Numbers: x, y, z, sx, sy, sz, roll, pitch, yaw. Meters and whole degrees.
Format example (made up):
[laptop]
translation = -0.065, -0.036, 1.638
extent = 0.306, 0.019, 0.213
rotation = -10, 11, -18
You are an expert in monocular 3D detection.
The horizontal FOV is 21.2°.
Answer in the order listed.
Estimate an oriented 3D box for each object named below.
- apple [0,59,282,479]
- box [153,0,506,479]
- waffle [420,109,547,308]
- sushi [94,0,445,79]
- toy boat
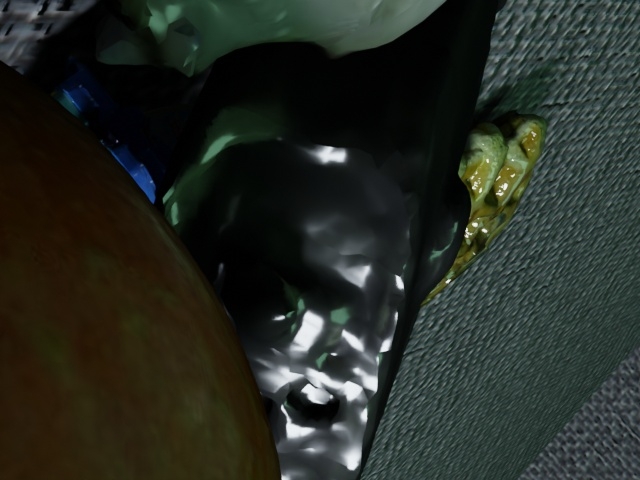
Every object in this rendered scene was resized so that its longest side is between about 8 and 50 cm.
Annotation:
[apple]
translation = -0.171, 0.062, 0.408
extent = 0.301, 0.301, 0.301
rotation = -40, 162, -16
[box]
translation = 0.000, 0.000, 0.667
extent = 0.350, 0.091, 0.359
rotation = -70, 177, -50
[waffle]
translation = 0.067, 0.004, 1.167
extent = 0.223, 0.054, 0.204
rotation = -35, 160, -26
[sushi]
translation = -0.043, -0.170, 0.297
extent = 0.234, 0.207, 0.348
rotation = -32, 157, 0
[toy boat]
translation = -0.067, -0.026, 0.739
extent = 0.110, 0.091, 0.175
rotation = -35, 165, -15
